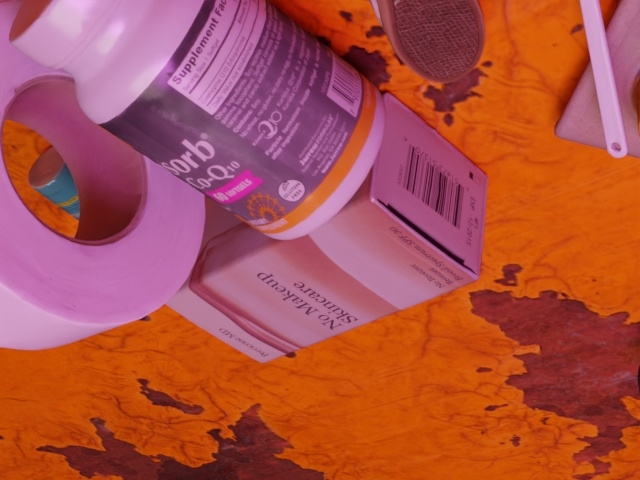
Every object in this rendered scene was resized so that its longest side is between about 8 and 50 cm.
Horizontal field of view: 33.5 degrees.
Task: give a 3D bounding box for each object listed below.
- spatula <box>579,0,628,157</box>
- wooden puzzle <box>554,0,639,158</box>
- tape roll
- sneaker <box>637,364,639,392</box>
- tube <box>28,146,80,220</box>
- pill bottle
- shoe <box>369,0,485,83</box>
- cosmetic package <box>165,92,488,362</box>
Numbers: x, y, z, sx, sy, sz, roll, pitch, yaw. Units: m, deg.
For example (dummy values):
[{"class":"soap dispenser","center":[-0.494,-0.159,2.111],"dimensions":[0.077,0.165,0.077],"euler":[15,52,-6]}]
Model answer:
[{"class":"spatula","center":[0.243,-0.157,0.739],"dimensions":[0.168,0.019,0.242],"euler":[6,128,40]},{"class":"wooden puzzle","center":[0.380,-0.132,0.787],"dimensions":[0.322,0.080,0.348],"euler":[14,145,-3]},{"class":"tape roll","center":[-0.232,-0.055,0.898],"dimensions":[0.100,0.286,0.286],"euler":[-20,134,38]},{"class":"sneaker","center":[0.462,0.087,1.063],"dimensions":[0.319,0.112,0.131],"euler":[-15,119,29]},{"class":"tube","center":[-0.221,-0.025,1.142],"dimensions":[0.080,0.052,0.207],"euler":[-7,146,35]},{"class":"pill bottle","center":[-0.094,-0.132,0.855],"dimensions":[0.278,0.162,0.162],"euler":[33,139,-27]},{"class":"shoe","center":[0.065,-0.206,0.807],"dimensions":[0.076,0.058,0.219],"euler":[-26,137,14]},{"class":"cosmetic package","center":[0.000,0.000,1.035],"dimensions":[0.153,0.129,0.296],"euler":[34,139,-29]}]
